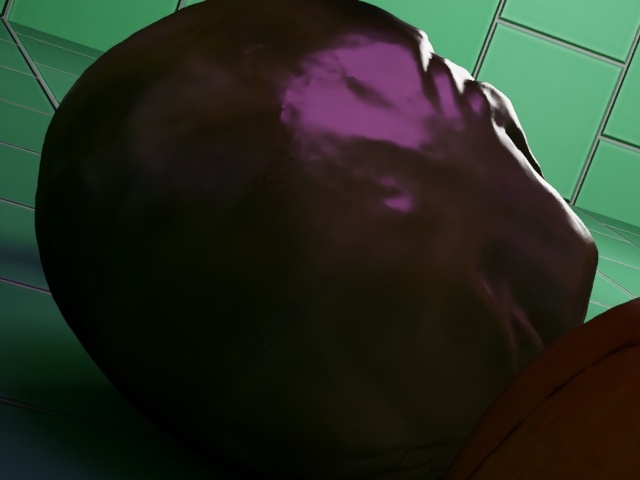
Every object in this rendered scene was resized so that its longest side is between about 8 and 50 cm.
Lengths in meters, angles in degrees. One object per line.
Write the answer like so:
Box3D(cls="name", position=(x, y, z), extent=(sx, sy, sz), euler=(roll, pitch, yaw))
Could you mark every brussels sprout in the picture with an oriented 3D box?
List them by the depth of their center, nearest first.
Box3D(cls="brussels sprout", position=(0.000, 0.000, 1.008), extent=(0.344, 0.268, 0.344), euler=(23, 3, -1))

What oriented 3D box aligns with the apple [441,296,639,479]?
Box3D(cls="apple", position=(0.161, 0.145, 0.645), extent=(0.286, 0.233, 0.286), euler=(20, 11, -4))
